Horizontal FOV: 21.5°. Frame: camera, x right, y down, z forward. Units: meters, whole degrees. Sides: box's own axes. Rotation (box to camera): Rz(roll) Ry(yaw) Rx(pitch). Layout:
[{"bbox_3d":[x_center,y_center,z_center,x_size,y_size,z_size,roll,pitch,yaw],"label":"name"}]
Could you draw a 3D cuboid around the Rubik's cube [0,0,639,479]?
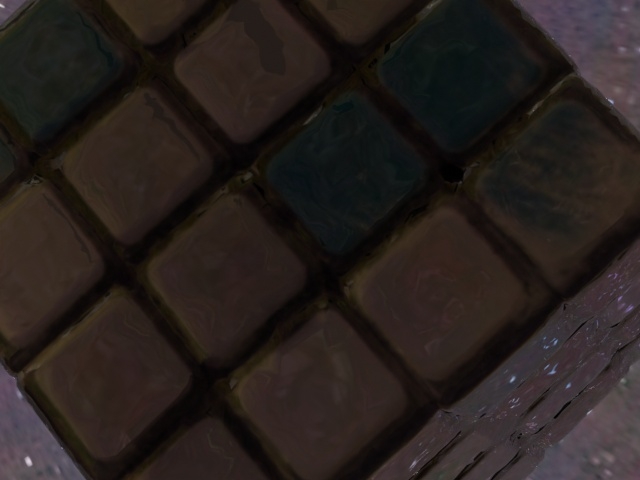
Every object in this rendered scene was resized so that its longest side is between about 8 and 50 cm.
[{"bbox_3d":[0.001,-0.001,0.767,0.256,0.253,0.259,-44,-111,3],"label":"Rubik's cube"}]
